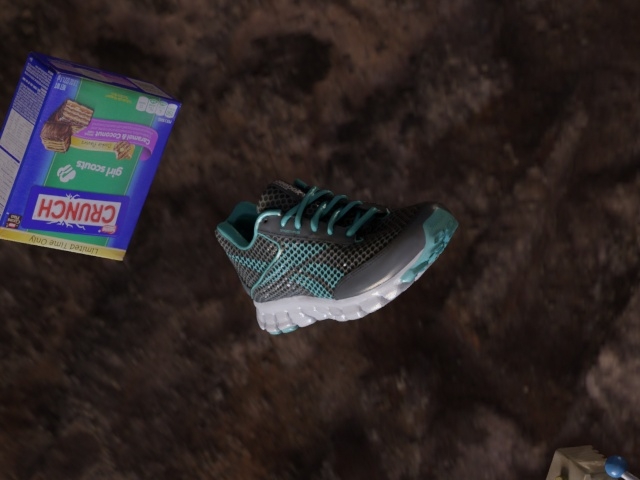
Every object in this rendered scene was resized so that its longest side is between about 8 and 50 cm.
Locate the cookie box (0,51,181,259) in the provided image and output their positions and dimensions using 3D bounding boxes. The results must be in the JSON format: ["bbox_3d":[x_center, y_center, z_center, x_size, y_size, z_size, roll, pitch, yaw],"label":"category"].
[{"bbox_3d":[-0.146,-0.049,0.983,0.040,0.091,0.107,37,-71,47],"label":"cookie box"}]

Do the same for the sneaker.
[{"bbox_3d":[0.000,0.000,0.847,0.076,0.166,0.065,53,-127,-14],"label":"sneaker"}]

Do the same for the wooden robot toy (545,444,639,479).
[{"bbox_3d":[0.204,0.157,0.872,0.173,0.079,0.076,15,-77,53],"label":"wooden robot toy"}]
